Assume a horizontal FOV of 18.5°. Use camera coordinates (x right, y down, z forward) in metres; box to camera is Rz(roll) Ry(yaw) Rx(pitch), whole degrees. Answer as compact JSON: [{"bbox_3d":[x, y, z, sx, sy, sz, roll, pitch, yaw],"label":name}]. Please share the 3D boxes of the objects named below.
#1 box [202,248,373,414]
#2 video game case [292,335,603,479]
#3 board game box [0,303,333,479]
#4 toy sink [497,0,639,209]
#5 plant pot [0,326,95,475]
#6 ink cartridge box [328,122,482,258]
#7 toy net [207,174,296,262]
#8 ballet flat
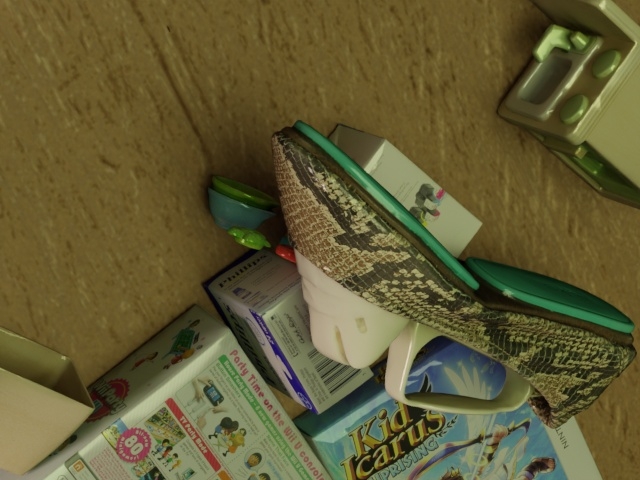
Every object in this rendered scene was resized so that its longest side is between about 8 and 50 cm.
[{"bbox_3d":[-0.032,0.085,1.885,0.072,0.137,0.126,-36,114,-15],"label":"box"},{"bbox_3d":[0.136,0.222,2.040,0.269,0.061,0.244,-33,112,-15],"label":"video game case"},{"bbox_3d":[-0.164,0.246,1.884,0.303,0.097,0.224,-38,116,-12],"label":"board game box"},{"bbox_3d":[0.282,-0.138,1.976,0.234,0.153,0.131,38,85,-28],"label":"toy sink"},{"bbox_3d":[-0.287,0.151,1.803,0.109,0.109,0.096,27,100,-28],"label":"plant pot"},{"bbox_3d":[0.085,-0.033,1.932,0.181,0.104,0.061,40,84,-28],"label":"ink cartridge box"},{"bbox_3d":[0.000,0.000,1.891,0.232,0.122,0.045,19,96,-28],"label":"toy net"},{"bbox_3d":[0.103,0.067,1.818,0.483,0.164,0.182,29,99,-38],"label":"ballet flat"}]
